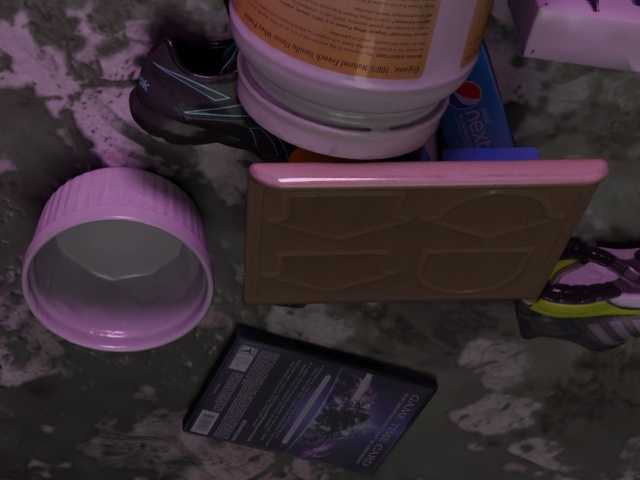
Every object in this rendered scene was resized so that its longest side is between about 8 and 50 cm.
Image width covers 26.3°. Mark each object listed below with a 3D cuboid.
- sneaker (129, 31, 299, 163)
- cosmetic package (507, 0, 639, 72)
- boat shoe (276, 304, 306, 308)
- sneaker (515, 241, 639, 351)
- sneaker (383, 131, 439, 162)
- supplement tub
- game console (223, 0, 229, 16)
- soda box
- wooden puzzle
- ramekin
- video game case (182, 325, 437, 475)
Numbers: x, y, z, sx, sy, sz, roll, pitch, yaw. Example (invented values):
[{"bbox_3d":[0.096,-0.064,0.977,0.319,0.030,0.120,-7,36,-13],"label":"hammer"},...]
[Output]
[{"bbox_3d":[-0.054,-0.138,1.373,0.267,0.101,0.106,9,130,-13],"label":"sneaker"},{"bbox_3d":[0.310,-0.213,1.329,0.239,0.099,0.060,6,133,-10],"label":"cosmetic package"},{"bbox_3d":[0.000,0.001,1.527,0.073,0.080,0.223,15,136,-25],"label":"boat shoe"},{"bbox_3d":[0.368,0.073,1.612,0.300,0.111,0.121,6,143,-2],"label":"sneaker"},{"bbox_3d":[0.104,-0.053,1.484,0.086,0.085,0.237,-16,136,-19],"label":"sneaker"},{"bbox_3d":[0.044,-0.251,1.169,0.228,0.228,0.316,6,127,-9],"label":"supplement tub"},{"bbox_3d":[-0.045,-0.272,1.270,0.071,0.107,0.122,10,139,27],"label":"game console"},{"bbox_3d":[0.151,-0.143,1.401,0.067,0.071,0.210,-15,132,10],"label":"soda box"},{"bbox_3d":[0.086,-0.021,1.351,0.322,0.080,0.348,-1,159,-5],"label":"wooden puzzle"},{"bbox_3d":[-0.219,0.015,1.499,0.207,0.109,0.207,-2,134,-2],"label":"ramekin"},{"bbox_3d":[-0.015,0.211,1.755,0.274,0.026,0.196,16,130,-19],"label":"video game case"}]
